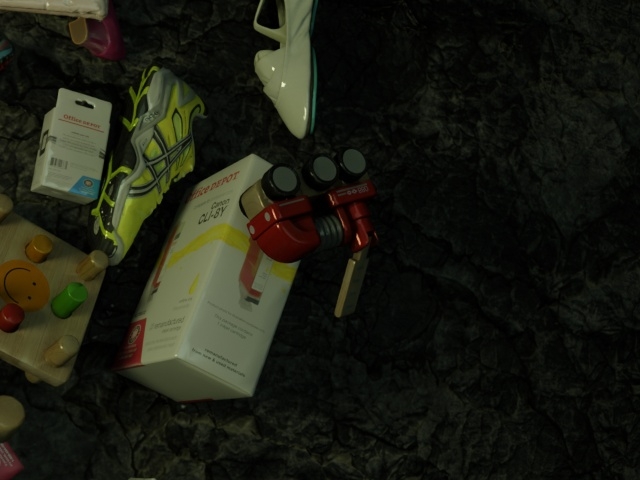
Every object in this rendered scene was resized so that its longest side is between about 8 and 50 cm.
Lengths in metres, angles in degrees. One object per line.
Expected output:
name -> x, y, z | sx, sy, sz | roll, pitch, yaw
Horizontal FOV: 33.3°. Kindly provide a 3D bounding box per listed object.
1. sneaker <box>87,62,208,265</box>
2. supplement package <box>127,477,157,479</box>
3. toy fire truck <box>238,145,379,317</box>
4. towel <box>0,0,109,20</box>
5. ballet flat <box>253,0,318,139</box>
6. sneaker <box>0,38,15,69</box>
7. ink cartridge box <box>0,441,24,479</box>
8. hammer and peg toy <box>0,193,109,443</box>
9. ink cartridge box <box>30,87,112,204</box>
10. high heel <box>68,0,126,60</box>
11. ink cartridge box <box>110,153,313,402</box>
sneaker -> -0.300, -0.128, 1.901 | 0.147, 0.145, 0.384 | 26, 69, -26
supplement package -> -0.327, 0.494, 1.782 | 0.179, 0.105, 0.105 | -45, 106, -32
toy fire truck -> 0.000, 0.000, 1.749 | 0.217, 0.158, 0.246 | -17, 79, -35
towel -> -0.520, -0.553, 1.835 | 0.317, 0.053, 0.331 | 1, 85, -16
ballet flat -> -0.072, -0.389, 2.125 | 0.139, 0.139, 0.400 | 13, 70, -30
sneaker -> -0.628, -0.299, 1.746 | 0.262, 0.104, 0.125 | -29, 94, -34
ink cartridge box -> -0.607, 0.351, 1.631 | 0.237, 0.100, 0.172 | -36, 100, -33
hammer and peg toy -> -0.493, 0.112, 1.670 | 0.266, 0.127, 0.361 | 34, 42, -23
ink cartridge box -> -0.433, -0.163, 1.870 | 0.104, 0.060, 0.180 | 15, 73, -29
high heel -> -0.408, -0.448, 1.949 | 0.117, 0.082, 0.244 | 17, 55, -59
ink cartridge box -> -0.180, 0.072, 1.858 | 0.160, 0.279, 0.384 | 30, 65, -24
